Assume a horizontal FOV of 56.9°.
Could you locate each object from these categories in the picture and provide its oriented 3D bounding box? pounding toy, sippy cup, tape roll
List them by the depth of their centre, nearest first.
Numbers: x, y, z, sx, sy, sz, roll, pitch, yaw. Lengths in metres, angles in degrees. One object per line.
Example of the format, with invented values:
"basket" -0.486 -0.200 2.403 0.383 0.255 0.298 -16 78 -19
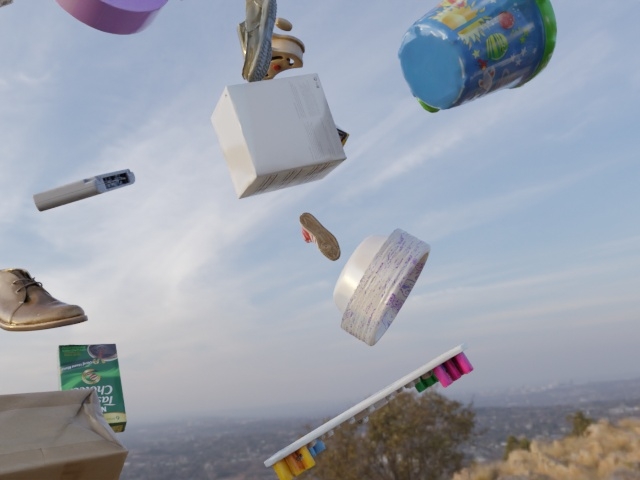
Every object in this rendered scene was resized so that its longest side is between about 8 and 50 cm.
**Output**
"sippy cup" 0.277 -0.362 1.108 0.224 0.305 0.240 -33 44 -25
"tape roll" -0.467 -0.596 1.298 0.275 0.274 0.090 8 -24 -39
"pounding toy" -0.140 -0.689 2.112 0.154 0.154 0.269 16 -24 -24

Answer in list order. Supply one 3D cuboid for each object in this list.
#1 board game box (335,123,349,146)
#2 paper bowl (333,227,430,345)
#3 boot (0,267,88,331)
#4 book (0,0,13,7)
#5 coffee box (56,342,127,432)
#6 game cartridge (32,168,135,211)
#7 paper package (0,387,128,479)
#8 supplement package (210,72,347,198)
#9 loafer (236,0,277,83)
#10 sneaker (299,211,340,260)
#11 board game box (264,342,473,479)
"board game box" -0.008 -0.349 1.782 0.141 0.048 0.170 19 17 -28
"paper bowl" 0.137 0.101 1.433 0.148 0.284 0.284 31 -8 14
"boot" -0.591 0.118 1.181 0.305 0.115 0.112 3 1 26
"book" -0.784 -0.613 1.421 0.096 0.035 0.144 -43 1 -36
"coffee box" -0.434 0.279 1.117 0.113 0.184 0.040 4 -48 -29
"game cartridge" -0.653 -0.141 1.634 0.198 0.062 0.297 -20 10 6
"paper package" -0.486 0.404 0.870 0.310 0.324 0.168 7 20 -43
"supplement package" -0.090 -0.214 1.221 0.203 0.194 0.149 -16 -7 -25
"loafer" -0.179 -0.541 1.587 0.087 0.251 0.094 9 -4 12
"sneaker" 0.000 0.000 1.202 0.042 0.118 0.067 -34 -17 -12
"board game box" 0.096 0.335 1.150 0.390 0.050 0.390 -29 -15 -5
